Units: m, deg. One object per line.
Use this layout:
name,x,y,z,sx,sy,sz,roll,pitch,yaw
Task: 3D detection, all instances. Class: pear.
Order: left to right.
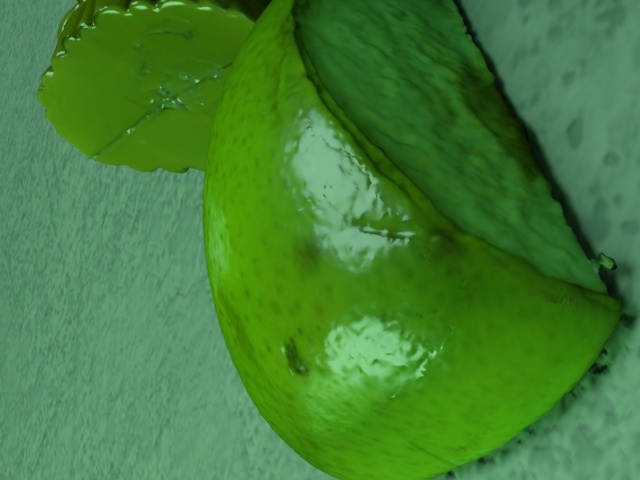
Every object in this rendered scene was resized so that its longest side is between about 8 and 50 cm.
pear,-0.003,0.002,0.579,0.288,0.139,0.239,-107,32,-42

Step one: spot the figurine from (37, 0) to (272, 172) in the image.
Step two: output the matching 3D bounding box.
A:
figurine,-0.093,-0.227,0.815,0.187,0.168,0.315,126,153,-53
